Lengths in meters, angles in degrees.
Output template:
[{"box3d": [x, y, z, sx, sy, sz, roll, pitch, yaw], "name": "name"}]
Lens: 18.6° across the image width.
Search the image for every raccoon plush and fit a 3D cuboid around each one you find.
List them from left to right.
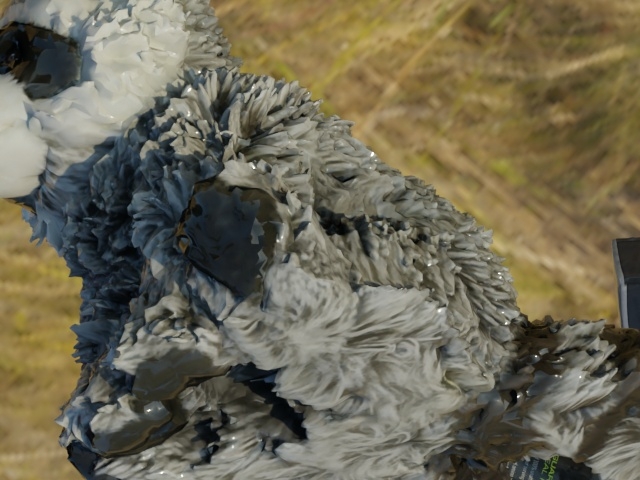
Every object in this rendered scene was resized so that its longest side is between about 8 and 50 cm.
[{"box3d": [0.000, 0.000, 1.067, 0.446, 0.299, 0.216, 20, 127, -35], "name": "raccoon plush"}]

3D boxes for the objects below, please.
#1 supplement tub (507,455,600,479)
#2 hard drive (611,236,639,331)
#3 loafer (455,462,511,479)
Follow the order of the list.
[{"box3d": [0.136, 0.206, 1.692, 0.338, 0.207, 0.207, 18, 134, 5], "name": "supplement tub"}, {"box3d": [0.304, 0.110, 1.389, 0.172, 0.054, 0.254, -3, 123, 29], "name": "hard drive"}, {"box3d": [0.045, 0.133, 1.408, 0.130, 0.134, 0.366, -3, 104, 31], "name": "loafer"}]
